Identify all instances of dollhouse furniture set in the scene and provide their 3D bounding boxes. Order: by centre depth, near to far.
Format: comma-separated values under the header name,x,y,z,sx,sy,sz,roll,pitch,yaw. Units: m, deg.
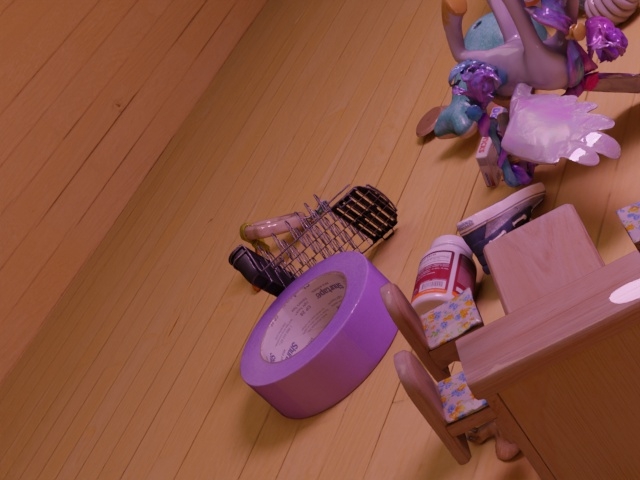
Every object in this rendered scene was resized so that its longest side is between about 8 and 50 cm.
name,x,y,z,sx,sy,sz,roll,pitch,yaw
dollhouse furniture set,0.240,0.066,1.031,0.362,0.256,0.394,-28,30,13

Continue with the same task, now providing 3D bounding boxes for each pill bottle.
name,x,y,z,sx,sy,sz,roll,pitch,yaw
pill bottle,0.178,0.063,1.473,0.086,0.086,0.152,-30,25,34

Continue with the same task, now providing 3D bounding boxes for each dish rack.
name,x,y,z,sx,sy,sz,roll,pitch,yaw
dish rack,0.000,0.000,1.779,0.271,0.208,0.074,-41,60,10

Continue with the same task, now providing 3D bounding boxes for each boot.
name,x,y,z,sx,sy,sz,roll,pitch,yaw
boot,0.274,-0.017,1.484,0.190,0.086,0.069,-26,-3,-38

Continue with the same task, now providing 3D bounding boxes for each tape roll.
name,x,y,z,sx,sy,sz,roll,pitch,yaw
tape roll,0.000,0.147,1.646,0.274,0.090,0.275,-37,23,19

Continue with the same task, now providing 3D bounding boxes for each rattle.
name,x,y,z,sx,sy,sz,roll,pitch,yaw
rattle,-0.059,0.002,2.114,0.199,0.143,0.130,-15,-10,-40

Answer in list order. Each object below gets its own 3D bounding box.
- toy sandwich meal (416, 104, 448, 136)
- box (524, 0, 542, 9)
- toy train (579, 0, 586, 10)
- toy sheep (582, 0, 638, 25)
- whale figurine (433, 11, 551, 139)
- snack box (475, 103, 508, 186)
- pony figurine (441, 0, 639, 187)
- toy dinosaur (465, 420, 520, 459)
name,x,y,z,sx,sy,sz,roll,pitch,yaw
toy sandwich meal,0.222,-0.229,2.014,0.085,0.029,0.086,-42,23,22
box,0.475,-0.623,2.010,0.345,0.215,0.168,-28,27,37
toy train,0.479,-0.542,1.802,0.142,0.190,0.334,-60,3,-31
toy sheep,0.498,-0.410,1.753,0.091,0.091,0.132,-60,8,-33
whale figurine,0.293,-0.302,1.852,0.272,0.141,0.216,-49,21,-12
snack box,0.295,-0.170,1.713,0.022,0.064,0.178,-6,40,30
pony figurine,0.324,-0.245,1.463,0.302,0.364,0.351,-25,16,-28
toy dinosaur,0.229,0.208,1.183,0.183,0.053,0.093,-15,50,66
